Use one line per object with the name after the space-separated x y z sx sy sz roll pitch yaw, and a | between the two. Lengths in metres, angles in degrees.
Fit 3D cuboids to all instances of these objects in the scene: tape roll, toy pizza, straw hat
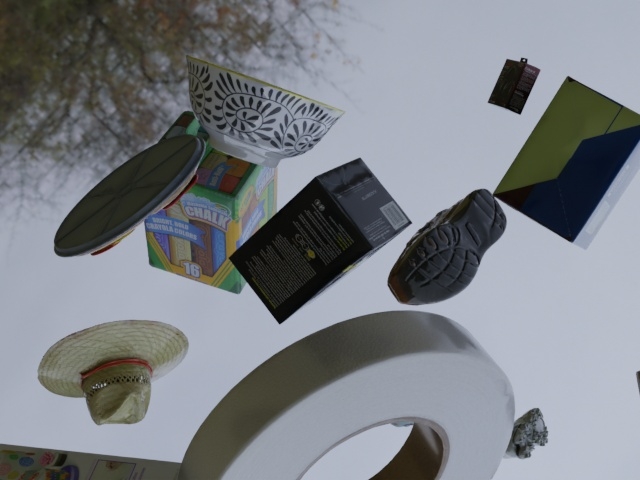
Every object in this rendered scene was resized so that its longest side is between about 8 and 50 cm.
0.036 0.247 1.039 0.392 0.392 0.072 -42 -135 5 | tape roll
-0.204 -0.044 1.028 0.201 0.032 0.201 -29 -154 15 | toy pizza
-0.180 0.134 0.841 0.144 0.144 0.061 -32 -125 23 | straw hat

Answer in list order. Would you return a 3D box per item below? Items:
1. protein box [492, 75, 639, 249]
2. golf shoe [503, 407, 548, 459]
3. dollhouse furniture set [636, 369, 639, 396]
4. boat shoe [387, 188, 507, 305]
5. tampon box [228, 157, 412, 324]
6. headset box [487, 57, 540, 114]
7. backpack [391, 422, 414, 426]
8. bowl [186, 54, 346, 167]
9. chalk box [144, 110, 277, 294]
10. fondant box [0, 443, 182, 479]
0.380 -0.107 1.393 0.200 0.136 0.201 -59 161 8 | protein box
0.339 0.336 1.636 0.086 0.069 0.176 -18 172 30 | golf shoe
0.394 0.148 0.855 0.123 0.151 0.144 131 -44 -66 | dollhouse furniture set
0.213 0.022 1.665 0.120 0.123 0.324 -23 -170 45 | boat shoe
0.000 0.000 1.086 0.161 0.101 0.120 -41 175 32 | tampon box
0.299 -0.241 1.448 0.083 0.032 0.062 -68 -158 10 | headset box
0.189 0.268 1.840 0.166 0.188 0.144 55 -37 40 | backpack
-0.066 -0.122 0.953 0.170 0.170 0.080 37 -70 64 | bowl
-0.181 -0.088 1.566 0.179 0.289 0.180 17 -134 13 | chalk box
-0.315 0.374 1.132 0.330 0.096 0.238 5 -145 8 | fondant box
